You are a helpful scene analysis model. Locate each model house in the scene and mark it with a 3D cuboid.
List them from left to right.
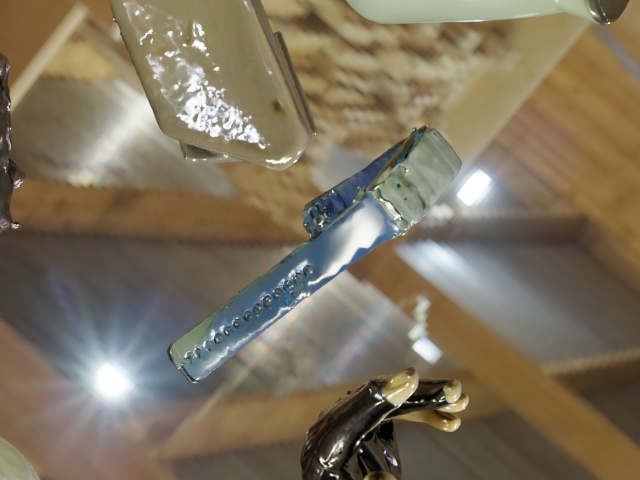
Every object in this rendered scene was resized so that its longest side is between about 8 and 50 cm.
[{"bbox_3d":[-0.087,-0.149,1.651,0.188,0.122,0.229,40,-155,-85],"label":"model house"}]

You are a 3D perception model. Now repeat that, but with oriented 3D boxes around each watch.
[{"bbox_3d":[-0.002,0.004,1.957,0.068,0.274,0.276,51,-133,-9],"label":"watch"}]

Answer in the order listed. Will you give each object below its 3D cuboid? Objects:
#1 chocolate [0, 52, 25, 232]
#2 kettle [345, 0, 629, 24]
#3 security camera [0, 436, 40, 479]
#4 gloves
[{"bbox_3d":[-0.244,-0.045,1.191,0.156,0.156,0.133,-115,5,-61],"label":"chocolate"},{"bbox_3d":[0.143,-0.276,1.511,0.236,0.221,0.161,5,176,41],"label":"kettle"},{"bbox_3d":[-0.291,0.253,1.558,0.194,0.194,0.236,22,-152,-53],"label":"security camera"},{"bbox_3d":[0.059,0.232,2.088,0.152,0.301,0.197,22,-136,-13],"label":"gloves"}]
